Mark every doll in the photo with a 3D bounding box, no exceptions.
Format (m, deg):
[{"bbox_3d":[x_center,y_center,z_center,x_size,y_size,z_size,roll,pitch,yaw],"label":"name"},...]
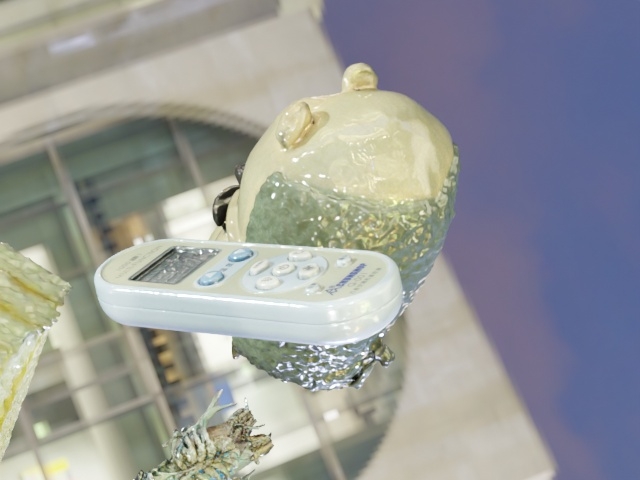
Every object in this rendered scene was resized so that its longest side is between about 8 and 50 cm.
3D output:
[{"bbox_3d":[0.000,0.000,1.819,0.247,0.247,0.349,59,-32,39],"label":"doll"}]

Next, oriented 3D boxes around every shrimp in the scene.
[{"bbox_3d":[-0.112,0.188,1.552,0.076,0.174,0.082,-29,-93,40],"label":"shrimp"}]

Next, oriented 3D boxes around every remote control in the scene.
[{"bbox_3d":[-0.052,0.035,1.249,0.244,0.087,0.047,4,-59,34],"label":"remote control"}]

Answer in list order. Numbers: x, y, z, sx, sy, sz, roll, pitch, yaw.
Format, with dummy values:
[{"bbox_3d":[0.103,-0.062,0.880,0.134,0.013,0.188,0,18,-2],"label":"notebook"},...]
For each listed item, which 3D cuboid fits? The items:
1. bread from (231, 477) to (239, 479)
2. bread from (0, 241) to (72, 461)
[{"bbox_3d":[-0.149,0.353,2.068,0.268,0.152,0.130,-29,135,-76],"label":"bread"},{"bbox_3d":[-0.407,0.144,1.661,0.264,0.239,0.395,-68,169,13],"label":"bread"}]
